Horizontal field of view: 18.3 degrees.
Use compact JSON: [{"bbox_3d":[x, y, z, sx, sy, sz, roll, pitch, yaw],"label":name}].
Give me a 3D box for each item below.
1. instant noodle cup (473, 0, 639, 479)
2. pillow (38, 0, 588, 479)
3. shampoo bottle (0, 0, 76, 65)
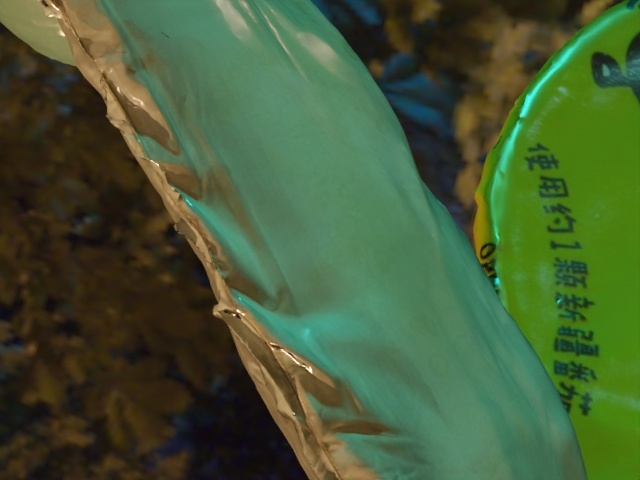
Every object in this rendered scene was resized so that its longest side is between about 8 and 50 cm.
[{"bbox_3d":[0.189,0.086,0.814,0.325,0.325,0.254,-49,-12,-32],"label":"instant noodle cup"},{"bbox_3d":[0.000,0.000,0.591,0.229,0.051,0.128,59,-153,6],"label":"pillow"},{"bbox_3d":[-0.102,-0.215,0.746,0.349,0.151,0.222,75,-173,-45],"label":"shampoo bottle"}]
